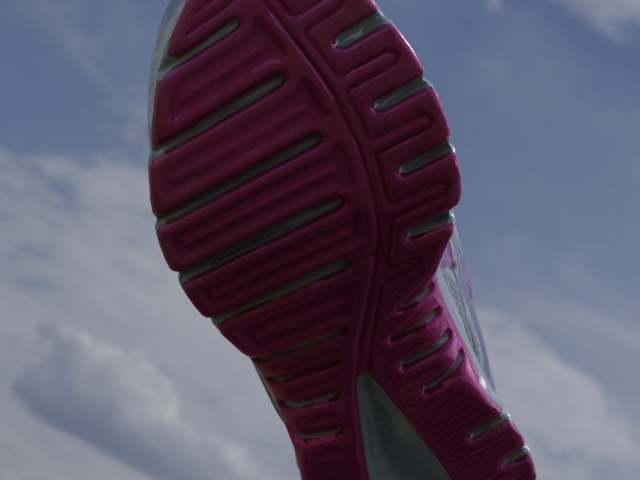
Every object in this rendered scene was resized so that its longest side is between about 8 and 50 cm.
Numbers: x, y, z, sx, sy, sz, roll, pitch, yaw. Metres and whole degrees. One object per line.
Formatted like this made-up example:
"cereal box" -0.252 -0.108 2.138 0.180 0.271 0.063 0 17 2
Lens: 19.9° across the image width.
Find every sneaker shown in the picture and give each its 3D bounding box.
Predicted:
"sneaker" 0.000 0.000 0.652 0.103 0.111 0.252 -17 -56 -1
